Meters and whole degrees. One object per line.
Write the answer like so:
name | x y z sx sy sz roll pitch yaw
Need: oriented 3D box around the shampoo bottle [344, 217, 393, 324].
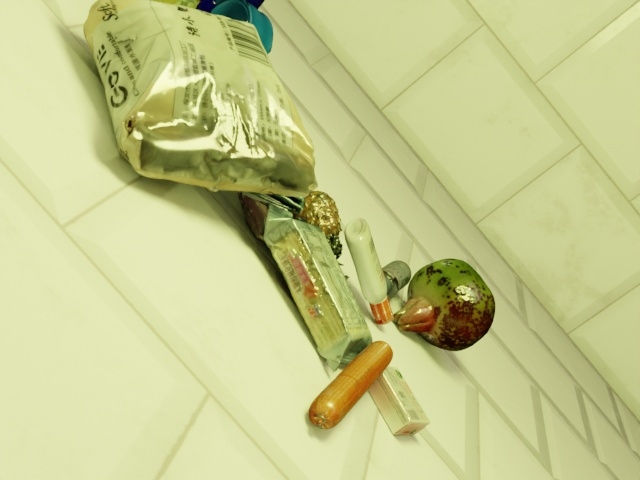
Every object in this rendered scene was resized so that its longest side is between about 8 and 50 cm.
shampoo bottle | 0.100 0.069 1.930 0.108 0.051 0.221 -84 159 -64

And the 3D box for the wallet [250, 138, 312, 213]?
wallet | -0.126 -0.190 1.892 0.237 0.075 0.342 26 23 -11

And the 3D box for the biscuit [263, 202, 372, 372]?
biscuit | 0.000 0.081 1.703 0.309 0.079 0.186 62 15 13

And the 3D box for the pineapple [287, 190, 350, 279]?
pineapple | 0.000 0.000 1.892 0.108 0.108 0.198 26 42 -55

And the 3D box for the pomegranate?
pomegranate | 0.264 0.151 2.127 0.247 0.214 0.214 -14 62 -35

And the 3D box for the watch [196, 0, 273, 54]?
watch | -0.198 -0.487 2.213 0.171 0.196 0.200 13 33 -50

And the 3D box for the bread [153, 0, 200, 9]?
bread | -0.358 -0.537 2.011 0.186 0.124 0.257 37 21 -38

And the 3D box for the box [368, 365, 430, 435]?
box | 0.135 0.286 1.719 0.089 0.043 0.125 22 33 -58

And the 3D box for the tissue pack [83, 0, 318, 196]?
tissue pack | -0.203 -0.244 1.632 0.390 0.195 0.376 10 44 -41

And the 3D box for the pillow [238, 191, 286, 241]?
pillow | -0.092 -0.029 1.790 0.185 0.043 0.118 28 30 -61

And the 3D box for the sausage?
sausage | 0.054 0.230 1.561 0.053 0.053 0.348 52 24 3

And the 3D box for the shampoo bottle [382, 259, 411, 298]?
shampoo bottle | 0.151 0.090 2.123 0.072 0.072 0.214 53 18 5
